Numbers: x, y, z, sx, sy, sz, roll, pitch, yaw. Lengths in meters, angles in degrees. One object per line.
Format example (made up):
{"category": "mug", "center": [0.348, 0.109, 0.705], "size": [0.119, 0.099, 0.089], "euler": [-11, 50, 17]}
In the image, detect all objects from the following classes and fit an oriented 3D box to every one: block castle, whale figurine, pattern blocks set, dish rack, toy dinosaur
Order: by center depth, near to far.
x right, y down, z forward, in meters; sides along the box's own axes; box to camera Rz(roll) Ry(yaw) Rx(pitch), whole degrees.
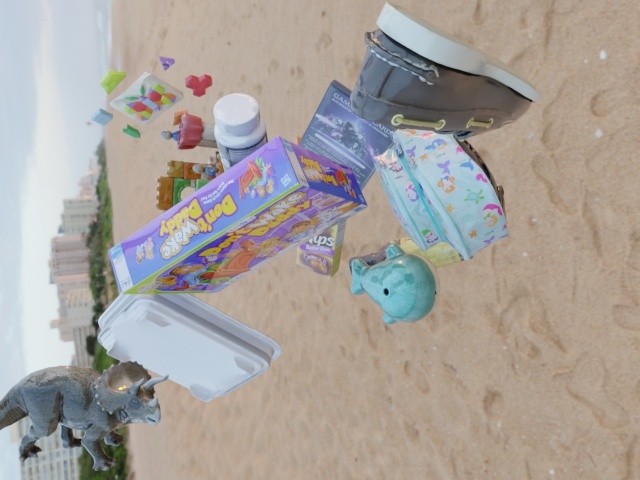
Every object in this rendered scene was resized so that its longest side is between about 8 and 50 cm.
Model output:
{"category": "toy dinosaur", "center": [-0.368, 0.245, 0.804], "size": [0.121, 0.314, 0.160], "euler": [-53, -33, -80]}
{"category": "dish rack", "center": [-0.279, 0.223, 1.101], "size": [0.286, 0.333, 0.072], "euler": [-37, 27, 41]}
{"category": "whale figurine", "center": [0.169, 0.115, 1.389], "size": [0.272, 0.141, 0.216], "euler": [11, 101, 42]}
{"category": "pattern blocks set", "center": [-0.504, -0.412, 1.580], "size": [0.325, 0.286, 0.026], "euler": [-36, 57, 34]}
{"category": "block castle", "center": [-0.381, -0.132, 1.603], "size": [0.303, 0.213, 0.452], "euler": [-160, 73, -72]}

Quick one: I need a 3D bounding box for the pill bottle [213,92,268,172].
{"category": "pill bottle", "center": [-0.118, -0.150, 0.821], "size": [0.137, 0.078, 0.078], "euler": [88, 165, -56]}

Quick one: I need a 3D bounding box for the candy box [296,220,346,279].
{"category": "candy box", "center": [0.000, 0.000, 1.379], "size": [0.109, 0.053, 0.186], "euler": [24, 131, 21]}

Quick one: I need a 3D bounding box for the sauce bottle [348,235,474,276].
{"category": "sauce bottle", "center": [0.250, 0.042, 1.526], "size": [0.111, 0.345, 0.111], "euler": [-15, -90, -74]}

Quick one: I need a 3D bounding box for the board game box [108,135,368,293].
{"category": "board game box", "center": [-0.127, -0.020, 0.866], "size": [0.347, 0.233, 0.078], "euler": [-29, 73, 23]}

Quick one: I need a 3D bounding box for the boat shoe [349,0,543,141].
{"category": "boat shoe", "center": [0.100, -0.114, 0.411], "size": [0.081, 0.228, 0.068], "euler": [45, 119, 27]}

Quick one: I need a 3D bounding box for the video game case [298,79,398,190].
{"category": "video game case", "center": [0.053, -0.224, 1.302], "size": [0.026, 0.196, 0.274], "euler": [-54, -1, -45]}

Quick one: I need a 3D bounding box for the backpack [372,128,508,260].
{"category": "backpack", "center": [0.223, -0.088, 0.983], "size": [0.225, 0.191, 0.253], "euler": [53, -175, -45]}

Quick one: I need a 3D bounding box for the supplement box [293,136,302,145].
{"category": "supplement box", "center": [-0.080, -0.232, 1.831], "size": [0.080, 0.078, 0.233], "euler": [-97, 24, -48]}
